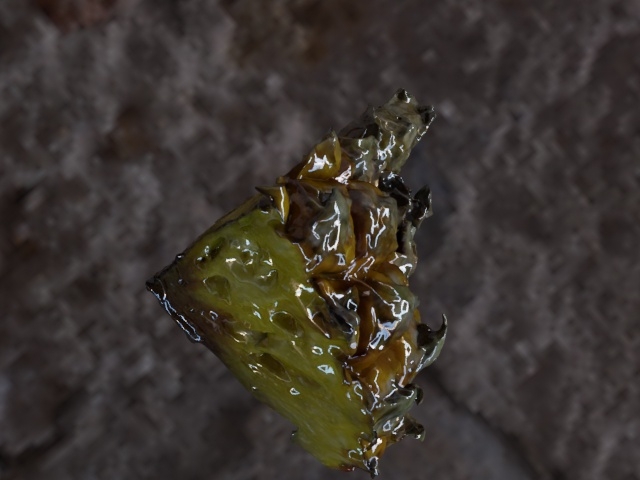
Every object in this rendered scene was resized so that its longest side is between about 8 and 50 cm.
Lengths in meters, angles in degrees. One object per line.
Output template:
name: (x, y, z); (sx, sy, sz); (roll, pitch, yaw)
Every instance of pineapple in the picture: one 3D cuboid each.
pineapple: (0.000, 0.000, 0.560); (0.077, 0.114, 0.114); (1, -138, 25)
